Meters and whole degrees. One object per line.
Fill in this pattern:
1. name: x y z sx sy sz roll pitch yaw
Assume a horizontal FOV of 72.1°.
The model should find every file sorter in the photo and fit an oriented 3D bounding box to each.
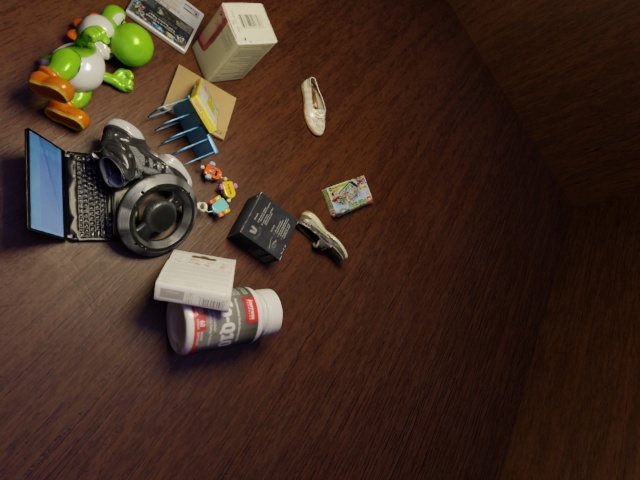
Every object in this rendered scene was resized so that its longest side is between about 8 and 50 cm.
1. file sorter: -0.392 -0.299 1.241 0.105 0.118 0.170 -35 109 -33

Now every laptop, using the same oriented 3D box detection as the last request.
1. laptop: -0.562 -0.123 1.065 0.265 0.137 0.234 0 79 -38

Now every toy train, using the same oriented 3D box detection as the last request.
1. toy train: -0.320 -0.146 1.321 0.125 0.046 0.166 21 64 -31

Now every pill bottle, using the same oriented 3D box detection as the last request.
1. pill bottle: -0.257 0.211 1.204 0.283 0.161 0.161 -2 80 -38

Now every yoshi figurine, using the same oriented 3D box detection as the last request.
1. yoshi figurine: -0.556 -0.460 1.133 0.203 0.204 0.361 43 53 -41

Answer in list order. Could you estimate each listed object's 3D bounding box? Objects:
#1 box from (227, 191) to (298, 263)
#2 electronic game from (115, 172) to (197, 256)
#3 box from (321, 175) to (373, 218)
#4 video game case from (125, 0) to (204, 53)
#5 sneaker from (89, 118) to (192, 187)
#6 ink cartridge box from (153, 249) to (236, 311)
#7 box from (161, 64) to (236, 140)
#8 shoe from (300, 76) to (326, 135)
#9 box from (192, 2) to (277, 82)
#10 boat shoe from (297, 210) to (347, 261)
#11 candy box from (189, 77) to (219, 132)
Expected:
1. box: -0.178 -0.037 1.370 0.158 0.093 0.155 38 59 -26
2. electronic game: -0.423 -0.065 1.155 0.229 0.048 0.229 -32 134 -40
3. box: 0.105 -0.166 1.659 0.207 0.036 0.114 -25 95 -39
4. video game case: -0.473 -0.694 1.350 0.191 0.022 0.173 29 62 -30
5. sneaker: -0.466 -0.177 1.147 0.268 0.101 0.153 43 45 -35
6. ink cartridge box: -0.319 0.099 1.152 0.181 0.224 0.056 11 106 -11
7. box: -0.370 -0.424 1.362 0.201 0.021 0.164 24 66 -31
8. shoe: -0.023 -0.496 1.625 0.077 0.058 0.218 -10 85 -39
9. box: -0.267 -0.601 1.349 0.149 0.232 0.126 -25 94 -39
10. boat shoe: 0.000 -0.001 1.515 0.223 0.080 0.073 49 60 -12
11. candy box: -0.328 -0.389 1.258 0.105 0.027 0.205 60 8 -33
